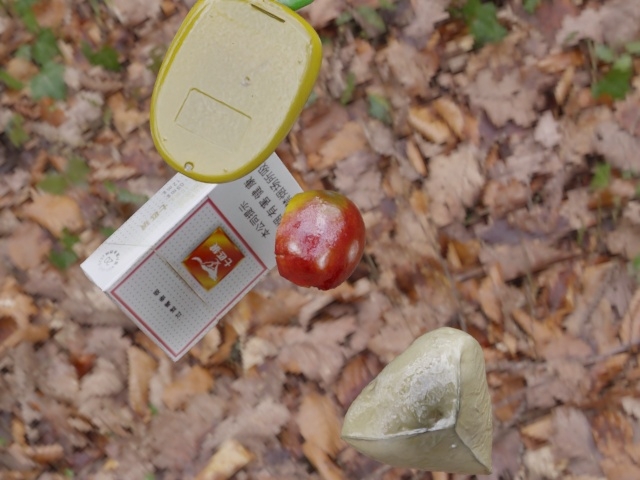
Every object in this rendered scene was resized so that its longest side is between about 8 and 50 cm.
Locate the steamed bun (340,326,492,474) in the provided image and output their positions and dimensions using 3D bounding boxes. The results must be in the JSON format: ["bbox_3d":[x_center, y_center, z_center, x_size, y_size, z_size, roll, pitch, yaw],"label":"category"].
[{"bbox_3d":[0.160,0.231,1.873,0.231,0.212,0.110,9,11,-15],"label":"steamed bun"}]

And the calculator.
[{"bbox_3d":[-0.080,-0.168,1.318,0.146,0.032,0.234,26,86,-2],"label":"calculator"}]

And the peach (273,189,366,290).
[{"bbox_3d":[0.002,-0.003,1.891,0.151,0.151,0.118,-38,19,-8],"label":"peach"}]

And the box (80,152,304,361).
[{"bbox_3d":[-0.177,0.002,2.037,0.330,0.210,0.095,-43,44,-7],"label":"box"}]
